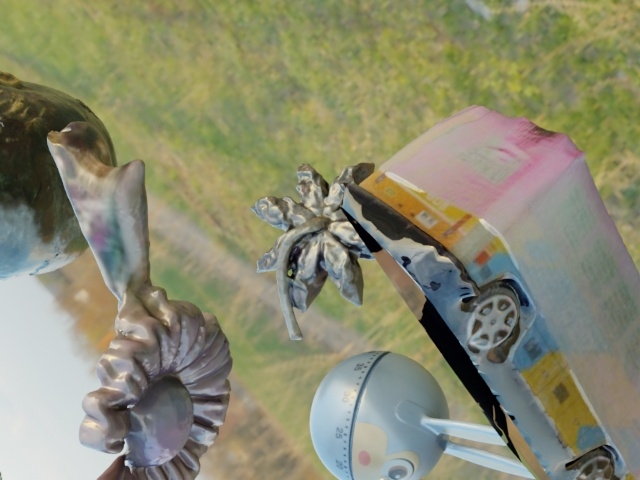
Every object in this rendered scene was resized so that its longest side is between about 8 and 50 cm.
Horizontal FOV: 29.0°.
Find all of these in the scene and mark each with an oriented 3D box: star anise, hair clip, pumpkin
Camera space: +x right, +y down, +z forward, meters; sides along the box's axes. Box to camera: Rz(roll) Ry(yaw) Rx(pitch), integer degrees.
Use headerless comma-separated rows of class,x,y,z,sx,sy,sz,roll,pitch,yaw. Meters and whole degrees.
star anise,0.001,0.000,1.617,0.230,0.262,0.081,20,167,16
hair clip,-0.129,0.063,0.884,0.069,0.173,0.300,0,108,32
pumpkin,-0.548,-0.104,1.969,0.454,0.344,0.454,11,-170,-2

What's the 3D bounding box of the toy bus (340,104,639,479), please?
toy bus,0.187,0.068,1.033,0.386,0.162,0.171,54,175,-38

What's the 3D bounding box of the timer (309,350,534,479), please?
timer,0.102,0.227,1.362,0.255,0.175,0.175,35,164,29

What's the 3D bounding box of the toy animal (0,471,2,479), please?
toy animal,-0.352,0.310,1.281,0.079,0.070,0.253,50,128,38
